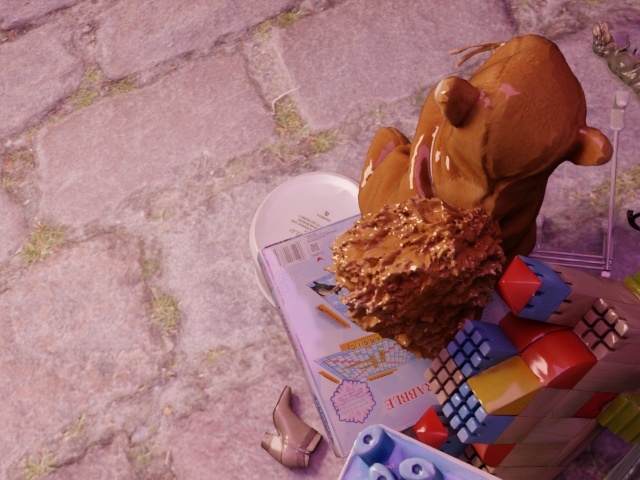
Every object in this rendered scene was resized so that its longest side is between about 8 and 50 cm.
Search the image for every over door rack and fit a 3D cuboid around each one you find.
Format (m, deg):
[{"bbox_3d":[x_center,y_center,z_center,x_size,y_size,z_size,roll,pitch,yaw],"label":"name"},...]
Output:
[{"bbox_3d":[0.372,-0.086,1.041,0.239,0.108,0.324,6,83,18],"label":"over door rack"}]

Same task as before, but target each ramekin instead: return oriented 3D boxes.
[{"bbox_3d":[0.000,0.000,1.094,0.272,0.127,0.273,-6,59,10],"label":"ramekin"}]

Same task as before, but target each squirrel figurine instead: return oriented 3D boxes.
[{"bbox_3d":[0.181,-0.042,0.763,0.281,0.370,0.397,27,70,0],"label":"squirrel figurine"}]

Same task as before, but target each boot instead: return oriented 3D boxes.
[{"bbox_3d":[-0.038,0.299,0.988,0.086,0.042,0.118,15,67,15],"label":"boot"}]

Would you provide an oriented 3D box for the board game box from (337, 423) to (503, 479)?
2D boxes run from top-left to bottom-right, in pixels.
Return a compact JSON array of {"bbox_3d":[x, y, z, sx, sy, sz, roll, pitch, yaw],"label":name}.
[{"bbox_3d":[0.114,0.354,0.351,0.389,0.050,0.390,19,67,25],"label":"board game box"}]

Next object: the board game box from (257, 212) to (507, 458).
[{"bbox_3d":[0.108,0.110,0.937,0.318,0.066,0.318,-19,77,-14],"label":"board game box"}]

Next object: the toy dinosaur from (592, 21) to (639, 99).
[{"bbox_3d":[0.611,-0.320,1.158,0.118,0.064,0.268,-27,57,15],"label":"toy dinosaur"}]

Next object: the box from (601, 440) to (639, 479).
[{"bbox_3d":[0.271,0.457,0.556,0.480,0.472,0.297,-44,58,-12],"label":"box"}]

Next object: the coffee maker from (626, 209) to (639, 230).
[{"bbox_3d":[0.540,0.058,0.940,0.171,0.120,0.178,6,59,44],"label":"coffee maker"}]

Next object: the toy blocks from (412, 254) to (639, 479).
[{"bbox_3d":[0.250,0.174,0.749,0.381,0.260,0.191,-60,36,27],"label":"toy blocks"}]
